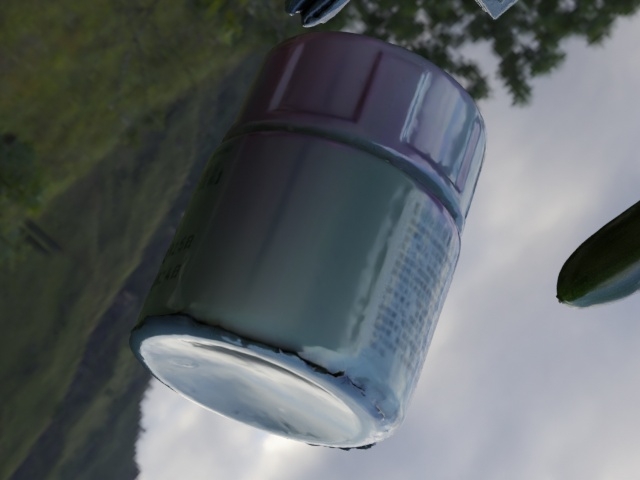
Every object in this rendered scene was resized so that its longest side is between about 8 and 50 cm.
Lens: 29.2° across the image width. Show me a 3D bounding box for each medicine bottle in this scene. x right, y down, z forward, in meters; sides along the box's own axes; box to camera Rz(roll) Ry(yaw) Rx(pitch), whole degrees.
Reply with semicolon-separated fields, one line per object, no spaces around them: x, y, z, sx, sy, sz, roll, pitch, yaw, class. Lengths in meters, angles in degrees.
0.000;0.000;0.588;0.135;0.135;0.168;-18;-134;55;medicine bottle

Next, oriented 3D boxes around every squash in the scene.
0.301;-0.018;1.036;0.258;0.069;0.069;-34;-167;-21;squash

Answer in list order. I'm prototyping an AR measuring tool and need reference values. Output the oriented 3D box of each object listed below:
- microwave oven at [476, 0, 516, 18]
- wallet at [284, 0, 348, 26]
0.182;-0.338;1.127;0.208;0.162;0.122;-40;155;10;microwave oven
0.055;-0.367;1.486;0.237;0.075;0.342;-40;-169;12;wallet
